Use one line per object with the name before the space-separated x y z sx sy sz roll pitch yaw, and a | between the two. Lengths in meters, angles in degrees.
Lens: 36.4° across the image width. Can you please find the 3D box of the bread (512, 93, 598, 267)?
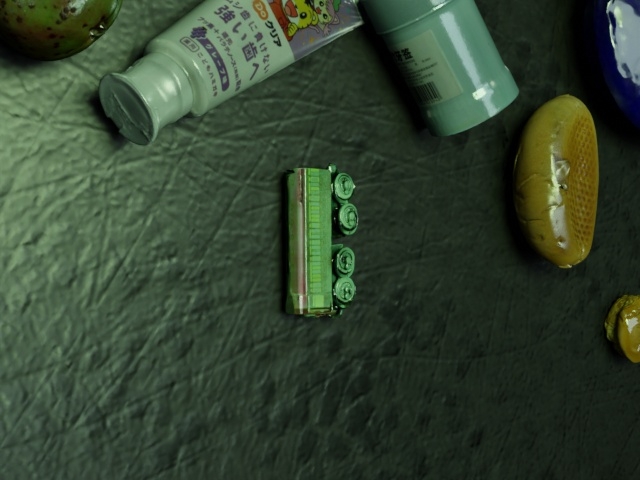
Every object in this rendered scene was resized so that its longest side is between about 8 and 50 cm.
bread | 0.253 -0.064 1.054 0.114 0.077 0.189 13 81 -52

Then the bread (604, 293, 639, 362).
bread | 0.372 0.100 1.142 0.083 0.046 0.080 -4 94 -33

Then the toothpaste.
toothpaste | -0.064 -0.186 0.865 0.299 0.073 0.114 -42 111 -34

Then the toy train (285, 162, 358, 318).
toy train | 0.000 0.000 0.914 0.071 0.038 0.147 1 88 -33

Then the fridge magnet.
fridge magnet | 0.404 -0.243 1.129 0.266 0.113 0.265 1 88 -32

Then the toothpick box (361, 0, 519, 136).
toothpick box | 0.117 -0.191 0.954 0.101 0.101 0.153 -38 110 -27

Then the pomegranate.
pomegranate | -0.218 -0.205 0.744 0.142 0.114 0.114 41 66 6
